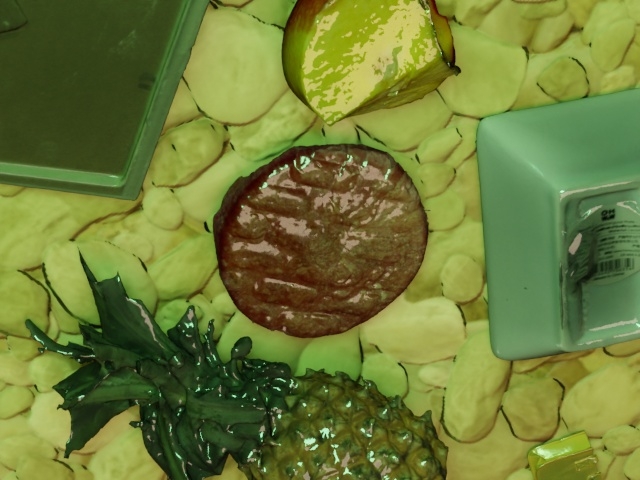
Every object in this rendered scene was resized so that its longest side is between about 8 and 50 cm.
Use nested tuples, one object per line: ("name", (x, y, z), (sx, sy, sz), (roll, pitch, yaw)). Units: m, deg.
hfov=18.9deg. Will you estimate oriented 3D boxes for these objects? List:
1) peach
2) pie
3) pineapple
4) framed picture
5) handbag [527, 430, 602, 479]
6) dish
("peach", (0.032, -0.156, 1.435), (0.151, 0.118, 0.151), (-23, 161, -8))
("pie", (0.000, 0.000, 1.561), (0.182, 0.049, 0.182), (-5, 123, -8))
("pineapple", (-0.077, 0.148, 1.589), (0.365, 0.165, 0.165), (25, 113, -15))
("framed picture", (-0.236, -0.177, 1.300), (0.326, 0.028, 0.446), (7, 145, -16))
("handbag", (0.226, 0.219, 1.757), (0.061, 0.027, 0.083), (-20, 125, 0))
("dish", (0.231, 0.003, 1.597), (0.182, 0.080, 0.243), (-11, 121, -6))
